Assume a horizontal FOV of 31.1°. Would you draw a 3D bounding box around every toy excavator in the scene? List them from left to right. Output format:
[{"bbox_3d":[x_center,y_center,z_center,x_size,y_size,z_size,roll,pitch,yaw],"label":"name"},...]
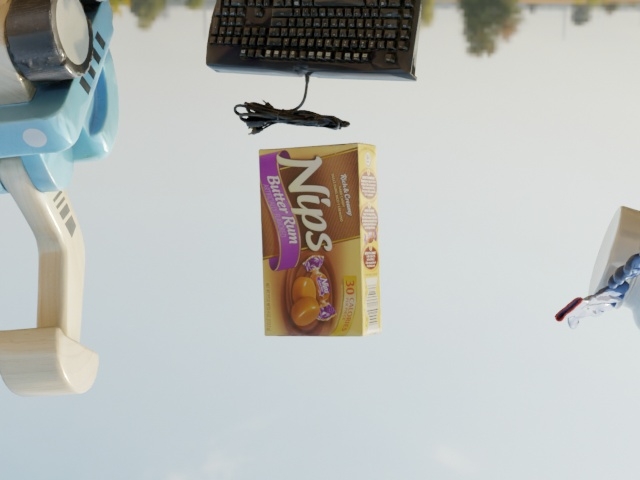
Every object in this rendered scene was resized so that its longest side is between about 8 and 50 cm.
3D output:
[{"bbox_3d":[-0.332,-0.097,1.354,0.222,0.445,0.432,-6,-134,12],"label":"toy excavator"}]

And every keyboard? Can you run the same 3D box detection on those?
[{"bbox_3d":[-0.019,-0.229,1.450,0.317,0.201,0.033,8,-174,35],"label":"keyboard"}]

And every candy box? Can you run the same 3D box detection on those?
[{"bbox_3d":[0.000,0.000,1.127,0.109,0.186,0.053,-1,-179,25],"label":"candy box"}]

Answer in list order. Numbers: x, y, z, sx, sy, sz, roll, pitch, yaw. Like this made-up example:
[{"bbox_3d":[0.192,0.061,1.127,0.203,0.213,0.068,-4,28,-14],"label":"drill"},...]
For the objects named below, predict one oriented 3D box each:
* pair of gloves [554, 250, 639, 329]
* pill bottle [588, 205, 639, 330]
[{"bbox_3d":[0.380,0.056,1.454,0.159,0.198,0.023,-7,-123,-53],"label":"pair of gloves"},{"bbox_3d":[0.553,0.068,1.586,0.334,0.187,0.188,18,-166,6],"label":"pill bottle"}]
